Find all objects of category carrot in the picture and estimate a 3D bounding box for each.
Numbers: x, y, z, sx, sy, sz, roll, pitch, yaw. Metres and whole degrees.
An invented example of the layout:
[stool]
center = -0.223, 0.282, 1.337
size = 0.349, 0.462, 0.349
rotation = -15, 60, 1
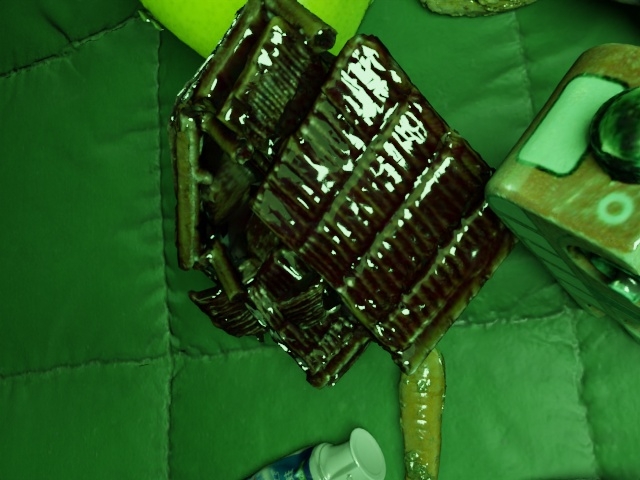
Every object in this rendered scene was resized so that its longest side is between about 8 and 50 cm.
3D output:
[carrot]
center = 0.098, 0.228, 0.617
size = 0.049, 0.049, 0.255
rotation = 1, 87, 29

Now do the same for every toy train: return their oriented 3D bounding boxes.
[toy train]
center = 0.230, -0.009, 0.429
size = 0.159, 0.326, 0.129
rotation = 35, 91, 45

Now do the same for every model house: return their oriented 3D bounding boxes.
[model house]
center = 0.000, 0.000, 0.561
size = 0.317, 0.297, 0.282
rotation = -50, 57, 10

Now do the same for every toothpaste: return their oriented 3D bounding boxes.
[toothpaste]
center = -0.045, 0.291, 0.680
size = 0.266, 0.061, 0.096
rotation = -38, 67, 25

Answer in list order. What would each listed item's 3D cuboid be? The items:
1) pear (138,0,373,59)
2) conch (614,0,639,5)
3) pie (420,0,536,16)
[pear]
center = -0.069, -0.384, 0.700
size = 0.318, 0.238, 0.343
rotation = -45, 64, 24
[conch]
center = 0.344, -0.257, 0.452
size = 0.367, 0.197, 0.250
rotation = 2, 109, 1
[pie]
center = 0.170, -0.322, 0.648
size = 0.193, 0.079, 0.163
rotation = 1, 78, 28
